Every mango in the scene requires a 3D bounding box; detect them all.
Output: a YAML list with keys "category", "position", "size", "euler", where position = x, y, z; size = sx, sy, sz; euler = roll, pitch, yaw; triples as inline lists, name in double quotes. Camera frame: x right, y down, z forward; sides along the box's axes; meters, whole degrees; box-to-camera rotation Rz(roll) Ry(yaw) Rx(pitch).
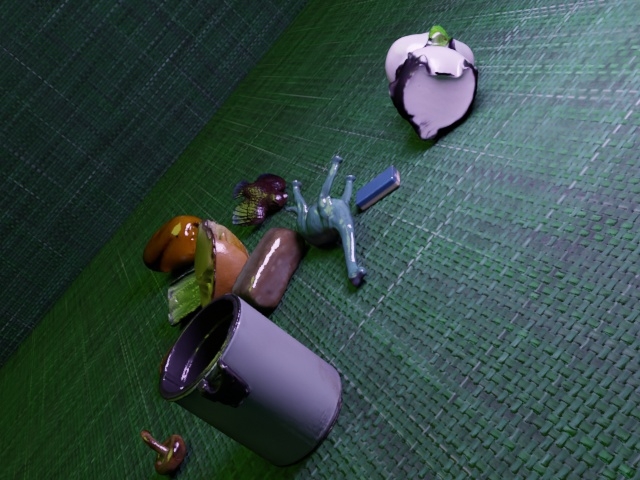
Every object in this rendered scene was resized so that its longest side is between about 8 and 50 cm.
- category: "mango"
  position: [-0.489, 0.015, 2.316]
  size: [0.287, 0.152, 0.201]
  euler: [-33, 40, 37]

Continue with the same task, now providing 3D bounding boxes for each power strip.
- category: "power strip"
  position: [0.136, -0.123, 1.622]
  size: [0.123, 0.032, 0.056]
  euler: [-35, 28, 29]

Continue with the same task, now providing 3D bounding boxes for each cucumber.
- category: "cucumber"
  position: [-0.382, 0.160, 2.021]
  size: [0.193, 0.086, 0.115]
  euler: [-38, 71, 20]

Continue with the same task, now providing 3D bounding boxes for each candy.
- category: "candy"
  position: [-0.128, 0.073, 1.699]
  size: [0.104, 0.102, 0.234]
  euler: [-16, 41, 50]

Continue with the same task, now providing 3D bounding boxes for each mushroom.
- category: "mushroom"
  position: [-0.352, 0.468, 1.529]
  size: [0.129, 0.073, 0.088]
  euler: [35, 100, 32]

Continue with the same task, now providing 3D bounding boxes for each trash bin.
- category: "trash bin"
  position: [-0.125, 0.257, 1.242]
  size: [0.217, 0.262, 0.277]
  euler: [-48, 24, 4]

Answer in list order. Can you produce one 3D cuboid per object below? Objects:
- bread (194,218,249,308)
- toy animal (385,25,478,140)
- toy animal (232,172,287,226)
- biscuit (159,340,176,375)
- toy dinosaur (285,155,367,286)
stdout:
- category: "bread"
  position: [-0.253, 0.090, 1.815]
  size: [0.204, 0.163, 0.262]
  euler: [-117, 28, -62]
- category: "toy animal"
  position: [0.262, -0.395, 1.599]
  size: [0.212, 0.212, 0.266]
  euler: [-35, 35, 28]
- category: "toy animal"
  position: [-0.183, -0.134, 2.063]
  size: [0.179, 0.116, 0.218]
  euler: [-8, 40, 56]
- category: "biscuit"
  position: [-0.364, 0.297, 1.847]
  size: [0.215, 0.034, 0.182]
  euler: [-47, 25, 4]
- category: "toy dinosaur"
  position: [0.000, 0.000, 1.624]
  size: [0.383, 0.129, 0.331]
  euler: [-35, 47, 54]
